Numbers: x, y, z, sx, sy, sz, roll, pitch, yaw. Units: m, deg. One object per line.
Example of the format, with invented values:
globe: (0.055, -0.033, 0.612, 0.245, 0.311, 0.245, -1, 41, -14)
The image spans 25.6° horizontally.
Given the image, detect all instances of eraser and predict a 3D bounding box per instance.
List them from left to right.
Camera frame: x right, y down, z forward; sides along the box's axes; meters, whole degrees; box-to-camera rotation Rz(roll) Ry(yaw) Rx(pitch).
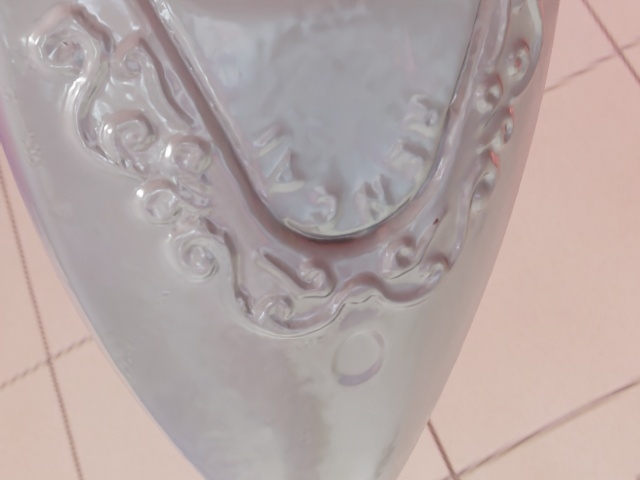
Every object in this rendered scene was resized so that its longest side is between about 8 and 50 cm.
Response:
eraser: (0.001, 0.000, 0.468, 0.204, 0.243, 0.059, -15, 25, -25)
